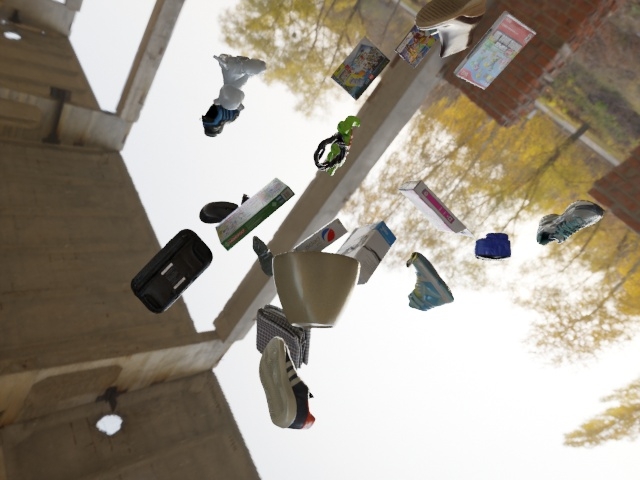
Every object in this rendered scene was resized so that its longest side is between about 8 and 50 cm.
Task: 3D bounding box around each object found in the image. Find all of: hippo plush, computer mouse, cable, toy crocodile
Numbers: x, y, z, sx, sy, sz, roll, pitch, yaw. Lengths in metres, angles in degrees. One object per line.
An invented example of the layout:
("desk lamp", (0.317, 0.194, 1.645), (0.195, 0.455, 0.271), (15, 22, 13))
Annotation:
("hippo plush", (-0.378, -0.731, 1.970), (0.234, 0.237, 0.294), (4, -155, -11))
("computer mouse", (-0.491, -0.156, 2.125), (0.271, 0.072, 0.189), (-5, -124, 5))
("cable", (0.041, -0.329, 1.621), (0.047, 0.150, 0.184), (43, 174, 22))
("toy crocodile", (0.103, -0.459, 2.013), (0.105, 0.115, 0.341), (19, -118, -4))

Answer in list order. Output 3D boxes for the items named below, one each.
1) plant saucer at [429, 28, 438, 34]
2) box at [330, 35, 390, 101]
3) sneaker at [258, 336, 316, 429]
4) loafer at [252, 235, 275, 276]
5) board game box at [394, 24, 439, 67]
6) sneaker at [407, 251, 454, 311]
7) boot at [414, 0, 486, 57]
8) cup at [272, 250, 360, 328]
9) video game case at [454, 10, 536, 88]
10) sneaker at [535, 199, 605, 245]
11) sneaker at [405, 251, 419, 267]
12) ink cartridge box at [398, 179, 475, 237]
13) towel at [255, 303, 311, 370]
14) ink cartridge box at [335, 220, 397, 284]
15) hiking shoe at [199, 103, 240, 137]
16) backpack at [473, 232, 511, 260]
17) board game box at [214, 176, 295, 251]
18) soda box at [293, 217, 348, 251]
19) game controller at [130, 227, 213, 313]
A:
("plant saucer", (0.594, -1.015, 1.957), (0.018, 0.191, 0.067), (46, -153, -65))
("box", (0.180, -0.770, 1.892), (0.159, 0.233, 0.044), (40, 176, -10))
("sneaker", (-0.104, 0.474, 1.396), (0.148, 0.131, 0.350), (31, -159, -30))
("loafer", (-0.297, 0.080, 2.257), (0.084, 0.096, 0.268), (-121, 9, -47))
("board game box", (0.487, -0.985, 2.091), (0.136, 0.201, 0.035), (42, -156, 1))
("sneaker", (0.466, 0.215, 1.985), (0.319, 0.208, 0.127), (51, -155, -15))
("boot", (0.391, -0.642, 1.294), (0.090, 0.248, 0.207), (60, 172, 23))
("cup", (-0.023, 0.195, 1.545), (0.330, 0.330, 0.237), (17, -111, -36))
("video game case", (0.725, -0.783, 1.757), (0.203, 0.285, 0.025), (8, -130, -33))
("sneaker", (0.915, -0.048, 1.556), (0.110, 0.283, 0.122), (35, -111, 0))
("sneaker", (0.403, 0.089, 1.833), (0.035, 0.083, 0.031), (13, -151, -30))
("ink cartridge box", (0.529, -0.128, 1.921), (0.370, 0.069, 0.175), (41, 178, -12))
("towel", (-0.181, 0.457, 1.966), (0.283, 0.235, 0.121), (21, -152, 31))
("ink cartridge box", (0.192, 0.064, 2.034), (0.129, 0.223, 0.307), (51, -123, -19))
("hiking shoe", (-0.520, -0.683, 2.237), (0.113, 0.132, 0.304), (18, -122, 17))
("backpack", (0.604, 0.024, 1.485), (0.098, 0.120, 0.101), (38, -127, -65))
("board game box", (-0.252, -0.107, 1.580), (0.046, 0.317, 0.213), (51, 176, -26))
("soda box", (0.000, 0.000, 1.650), (0.074, 0.216, 0.069), (55, 179, -2))
("game controller", (-0.530, 0.111, 1.498), (0.166, 0.319, 0.067), (46, -174, -2))
